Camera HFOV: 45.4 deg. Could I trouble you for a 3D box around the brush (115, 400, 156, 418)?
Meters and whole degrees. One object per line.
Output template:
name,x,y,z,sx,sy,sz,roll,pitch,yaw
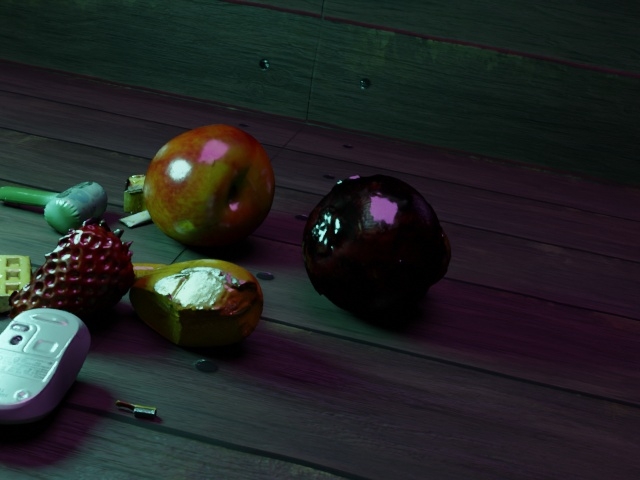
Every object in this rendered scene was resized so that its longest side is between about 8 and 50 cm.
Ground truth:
brush,-0.361,0.329,1.486,0.083,0.019,0.021,13,32,3

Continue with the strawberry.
strawberry,-0.529,0.094,1.707,0.150,0.253,0.280,36,33,18

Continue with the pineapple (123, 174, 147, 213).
pineapple,-0.552,-0.145,2.451,0.236,0.115,0.186,11,21,30

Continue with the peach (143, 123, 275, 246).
peach,-0.332,-0.155,2.222,0.388,0.388,0.388,8,23,-3

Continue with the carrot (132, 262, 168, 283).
carrot,-0.501,0.088,1.962,0.271,0.066,0.062,2,-20,-12

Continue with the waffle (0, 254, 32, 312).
waffle,-0.810,0.100,1.802,0.247,0.055,0.221,-1,25,-22

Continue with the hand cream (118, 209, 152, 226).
hand cream,-0.547,-0.072,2.347,0.061,0.039,0.143,28,34,33

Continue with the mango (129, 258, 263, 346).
mango,-0.293,0.141,1.759,0.350,0.201,0.199,3,-2,32

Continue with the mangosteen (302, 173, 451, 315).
mangosteen,0.146,0.007,2.022,0.380,0.381,0.421,20,15,24

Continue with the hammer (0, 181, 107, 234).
hammer,-0.813,-0.112,2.255,0.335,0.119,0.206,8,21,14

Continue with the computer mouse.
computer mouse,-0.563,0.252,1.465,0.184,0.121,0.297,11,36,0
